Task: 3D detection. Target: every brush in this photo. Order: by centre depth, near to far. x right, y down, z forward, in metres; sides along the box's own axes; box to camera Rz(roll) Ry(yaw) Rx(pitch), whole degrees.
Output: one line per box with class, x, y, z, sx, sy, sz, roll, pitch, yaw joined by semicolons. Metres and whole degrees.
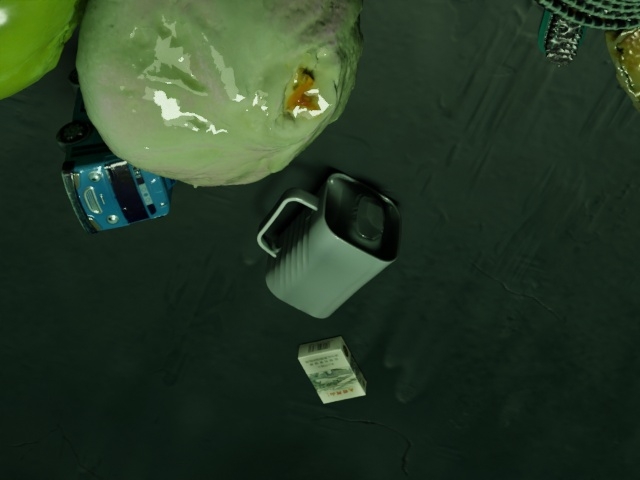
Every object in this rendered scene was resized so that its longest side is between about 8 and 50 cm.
brush;0.238;-0.237;1.617;0.043;0.032;0.193;8;136;-3

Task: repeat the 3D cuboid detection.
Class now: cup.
cup;0.000;0.000;1.822;0.128;0.095;0.129;27;131;-20

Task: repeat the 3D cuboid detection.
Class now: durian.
durian;-0.298;-0.230;1.521;0.204;0.340;0.256;43;101;-8

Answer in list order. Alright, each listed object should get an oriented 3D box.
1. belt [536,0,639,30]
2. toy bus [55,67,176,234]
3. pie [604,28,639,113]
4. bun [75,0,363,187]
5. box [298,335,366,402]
belt;0.242;-0.282;1.399;0.207;0.150;0.257;-25;148;22
toy bus;-0.187;-0.100;1.676;0.106;0.185;0.090;-8;133;8
pie;0.376;-0.129;1.689;0.128;0.068;0.282;-23;124;23
bun;-0.060;-0.170;1.519;0.187;0.293;0.293;24;148;39
box;0.014;0.149;2.014;0.054;0.024;0.083;-15;131;16
